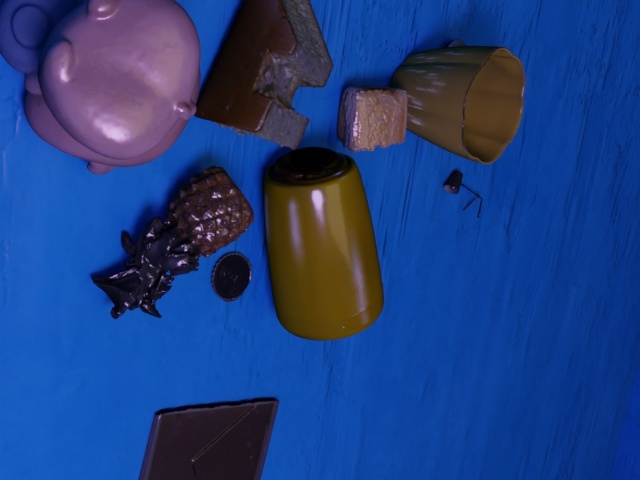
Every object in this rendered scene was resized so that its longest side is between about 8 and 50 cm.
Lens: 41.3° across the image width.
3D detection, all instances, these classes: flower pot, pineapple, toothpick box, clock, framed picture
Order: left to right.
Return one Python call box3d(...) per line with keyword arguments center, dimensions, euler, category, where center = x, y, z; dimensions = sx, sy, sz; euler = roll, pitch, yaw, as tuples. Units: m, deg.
box3d(center=(-0.195, 0.011, 1.128), dimensions=(0.237, 0.111, 0.119), euler=(-43, 103, -17), category="pineapple")
box3d(center=(-0.178, 0.350, 1.360), dimensions=(0.265, 0.018, 0.192), euler=(7, 101, -50), category="framed picture")
box3d(center=(-0.135, 0.054, 1.285), dimensions=(0.074, 0.010, 0.083), euler=(-58, 140, -13), category="clock")
box3d(center=(0.000, 0.000, 1.293), dimensions=(0.175, 0.175, 0.271), euler=(-32, 125, -37), category="toothpick box")
box3d(center=(0.222, -0.240, 1.437), dimensions=(0.195, 0.179, 0.195), euler=(-24, 123, -43), category="flower pot")

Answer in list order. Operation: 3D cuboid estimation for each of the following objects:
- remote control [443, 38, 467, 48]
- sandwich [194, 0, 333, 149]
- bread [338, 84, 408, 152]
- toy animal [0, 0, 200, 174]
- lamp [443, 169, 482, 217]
box3d(center=(0.275, -0.265, 1.598), dimensions=(0.097, 0.045, 0.256), euler=(-48, 134, -26), category="remote control")
box3d(center=(-0.061, -0.249, 1.149), dimensions=(0.122, 0.128, 0.236), euler=(21, 90, -59), category="sandwich")
box3d(center=(0.081, -0.199, 1.374), dimensions=(0.125, 0.082, 0.106), euler=(-10, 103, -36), category="bread")
box3d(center=(-0.214, -0.180, 0.920), dimensions=(0.229, 0.221, 0.210), euler=(37, 81, -49), category="toy animal")
box3d(center=(0.287, -0.099, 1.694), dimensions=(0.121, 0.041, 0.054), euler=(46, 62, -45), category="lamp")
